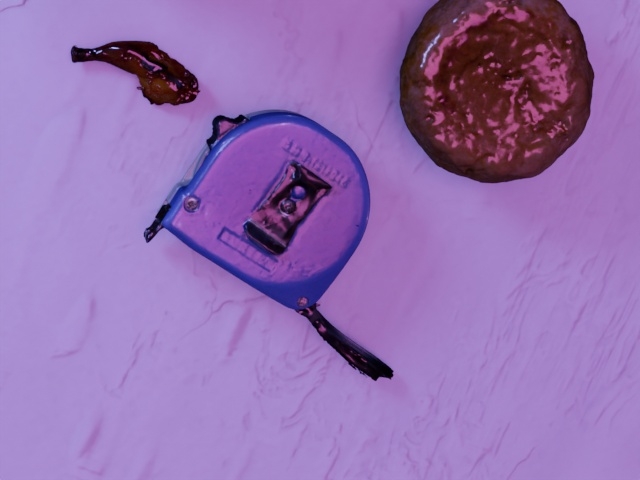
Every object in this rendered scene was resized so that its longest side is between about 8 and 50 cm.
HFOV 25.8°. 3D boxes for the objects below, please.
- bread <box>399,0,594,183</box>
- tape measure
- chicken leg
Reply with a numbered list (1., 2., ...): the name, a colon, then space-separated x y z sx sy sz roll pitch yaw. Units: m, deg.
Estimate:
1. bread: 0.192 -0.178 1.568 0.230 0.123 0.230 -3 106 -11
2. tape measure: 0.000 0.000 1.580 0.351 0.098 0.215 33 94 -17
3. chicken leg: -0.201 -0.191 1.540 0.145 0.037 0.062 29 107 -16
